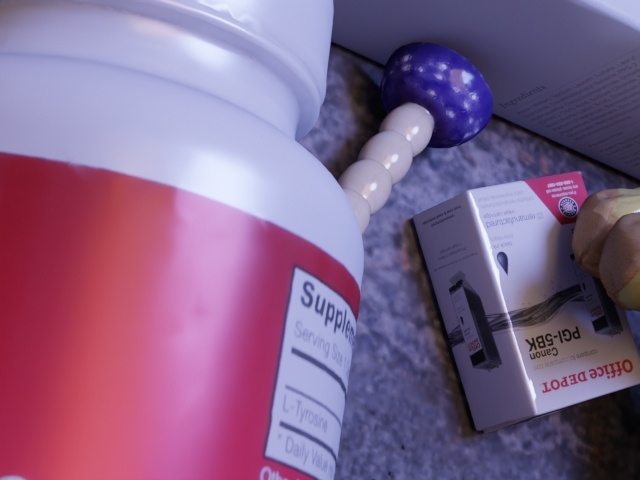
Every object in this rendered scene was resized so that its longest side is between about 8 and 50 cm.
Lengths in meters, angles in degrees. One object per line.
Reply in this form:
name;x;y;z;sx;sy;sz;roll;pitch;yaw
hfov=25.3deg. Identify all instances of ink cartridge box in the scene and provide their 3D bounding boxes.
ink cartridge box;0.124;0.035;0.843;0.099;0.056;0.135;-11;80;-36

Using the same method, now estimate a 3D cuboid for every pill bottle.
pill bottle;-0.107;0.077;0.552;0.229;0.229;0.407;18;70;-28

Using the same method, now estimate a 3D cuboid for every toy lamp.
toy lamp;0.000;0.000;0.763;0.080;0.080;0.274;47;53;-12

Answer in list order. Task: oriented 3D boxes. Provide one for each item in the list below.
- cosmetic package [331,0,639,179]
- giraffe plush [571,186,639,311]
cosmetic package;0.127;-0.203;0.863;0.385;0.156;0.217;19;67;-28
giraffe plush;0.261;0.050;0.801;0.210;0.181;0.170;-12;106;-7
